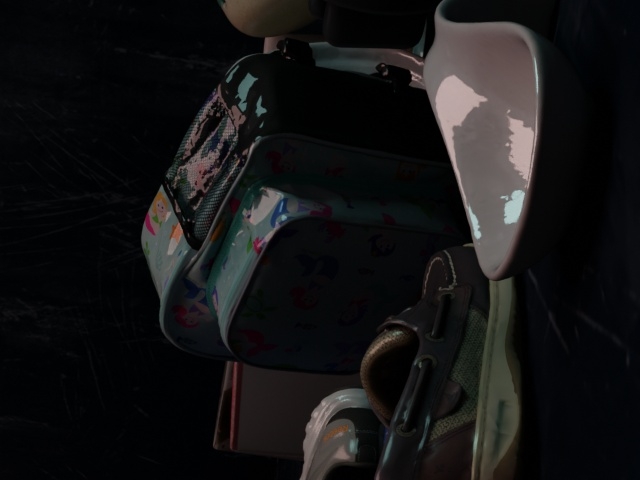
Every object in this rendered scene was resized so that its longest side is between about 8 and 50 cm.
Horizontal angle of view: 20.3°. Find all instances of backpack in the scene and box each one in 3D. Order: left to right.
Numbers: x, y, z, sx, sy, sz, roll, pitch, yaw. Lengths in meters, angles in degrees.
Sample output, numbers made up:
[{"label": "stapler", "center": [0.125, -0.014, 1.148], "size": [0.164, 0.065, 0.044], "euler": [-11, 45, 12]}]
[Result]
[{"label": "backpack", "center": [-0.016, -0.001, 1.413], "size": [0.253, 0.225, 0.191], "euler": [-52, 42, 39]}]

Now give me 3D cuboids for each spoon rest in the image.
[{"label": "spoon rest", "center": [0.103, -0.080, 1.026], "size": [0.276, 0.084, 0.137], "euler": [-86, 4, -61]}]

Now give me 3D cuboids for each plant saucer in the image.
[{"label": "plant saucer", "center": [0.107, -0.176, 1.820], "size": [0.119, 0.021, 0.119], "euler": [-171, 90, -87]}]

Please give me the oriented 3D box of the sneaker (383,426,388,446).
[{"label": "sneaker", "center": [0.048, 0.109, 1.541], "size": [0.058, 0.085, 0.152], "euler": [-94, 13, -77]}]

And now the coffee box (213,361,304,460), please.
[{"label": "coffee box", "center": [-0.030, 0.133, 2.185], "size": [0.297, 0.168, 0.119], "euler": [102, 175, -45]}]

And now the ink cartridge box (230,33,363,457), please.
[{"label": "ink cartridge box", "center": [0.000, 0.000, 1.892], "size": [0.384, 0.160, 0.279], "euler": [-86, 0, -50]}]

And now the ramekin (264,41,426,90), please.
[{"label": "ramekin", "center": [0.017, -0.098, 1.674], "size": [0.207, 0.207, 0.109], "euler": [-87, -4, -62]}]

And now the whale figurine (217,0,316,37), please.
[{"label": "whale figurine", "center": [0.004, -0.327, 1.897], "size": [0.141, 0.272, 0.216], "euler": [59, 167, 4]}]

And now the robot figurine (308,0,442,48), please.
[{"label": "robot figurine", "center": [0.057, -0.317, 1.653], "size": [0.173, 0.209, 0.278], "euler": [-30, -41, -46]}]

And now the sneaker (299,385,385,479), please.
[{"label": "sneaker", "center": [0.012, 0.271, 1.692], "size": [0.108, 0.100, 0.271], "euler": [-96, 14, -58]}]

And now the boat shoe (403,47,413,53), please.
[{"label": "boat shoe", "center": [0.055, -0.216, 2.115], "size": [0.113, 0.103, 0.302], "euler": [-116, 35, -84]}]

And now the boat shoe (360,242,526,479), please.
[{"label": "boat shoe", "center": [0.071, 0.080, 1.094], "size": [0.285, 0.092, 0.102], "euler": [-87, 6, -61]}]
